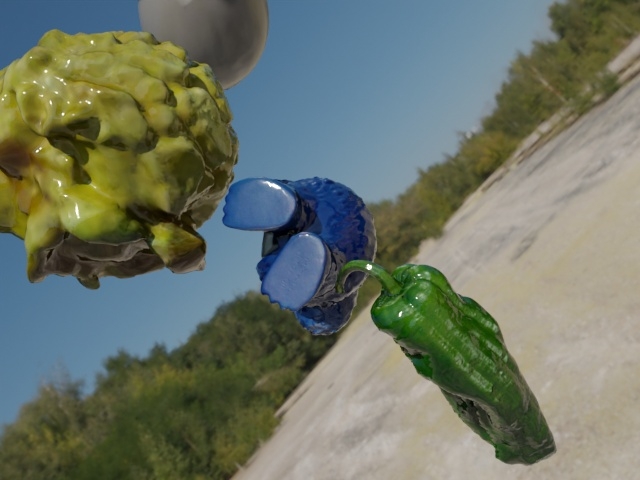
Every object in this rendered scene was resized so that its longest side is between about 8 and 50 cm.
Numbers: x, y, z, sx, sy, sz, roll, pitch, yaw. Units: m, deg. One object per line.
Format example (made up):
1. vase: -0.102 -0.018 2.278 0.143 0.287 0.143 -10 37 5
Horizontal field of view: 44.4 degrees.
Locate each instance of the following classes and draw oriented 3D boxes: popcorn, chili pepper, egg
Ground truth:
1. popcorn: -0.209 -0.081 0.763 0.258 0.270 0.224 -64 -11 19
2. chili pepper: 0.116 0.103 0.627 0.074 0.257 0.100 -42 27 -9
3. egg: -0.156 -0.314 1.054 0.176 0.176 0.232 -44 -25 -28

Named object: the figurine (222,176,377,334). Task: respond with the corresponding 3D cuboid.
1. figurine: 0.001 0.007 0.771 0.120 0.164 0.262 -20 1 8
